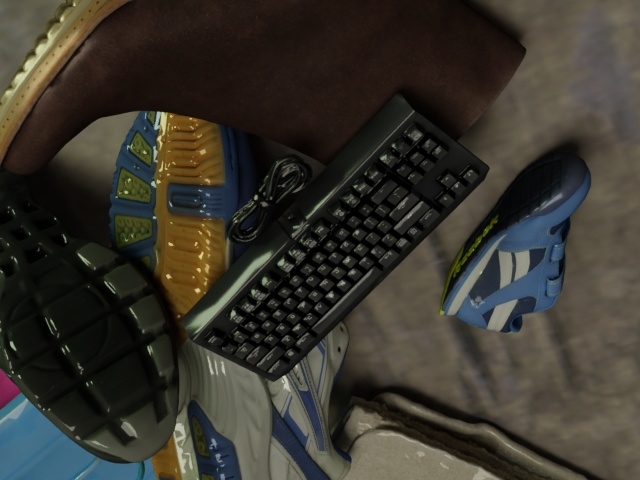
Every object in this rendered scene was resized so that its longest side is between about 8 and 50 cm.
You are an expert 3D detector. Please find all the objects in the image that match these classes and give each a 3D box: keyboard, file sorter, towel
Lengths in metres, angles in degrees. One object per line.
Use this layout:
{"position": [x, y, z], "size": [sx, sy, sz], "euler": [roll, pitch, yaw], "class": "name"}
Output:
{"position": [0.000, 0.000, 0.652], "size": [0.108, 0.023, 0.180], "euler": [34, 108, -32], "class": "keyboard"}
{"position": [-0.151, 0.185, 0.828], "size": [0.118, 0.104, 0.170], "euler": [-40, 129, 2], "class": "file sorter"}
{"position": [0.115, 0.223, 0.870], "size": [0.282, 0.049, 0.187], "euler": [28, 129, -4], "class": "towel"}

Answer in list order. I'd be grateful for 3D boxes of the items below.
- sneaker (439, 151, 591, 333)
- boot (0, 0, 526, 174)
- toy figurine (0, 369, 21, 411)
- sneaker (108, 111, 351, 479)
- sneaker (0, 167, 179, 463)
{"position": [0.126, 0.004, 0.710], "size": [0.059, 0.053, 0.144], "euler": [29, 136, -5], "class": "sneaker"}
{"position": [-0.036, -0.078, 0.633], "size": [0.207, 0.090, 0.248], "euler": [41, 100, -19], "class": "boot"}
{"position": [-0.234, 0.157, 0.888], "size": [0.173, 0.130, 0.159], "euler": [27, 118, -16], "class": "toy figurine"}
{"position": [-0.049, 0.042, 0.764], "size": [0.112, 0.131, 0.296], "euler": [15, 114, 49], "class": "sneaker"}
{"position": [-0.176, 0.038, 0.748], "size": [0.267, 0.101, 0.106], "euler": [49, 153, 23], "class": "sneaker"}
